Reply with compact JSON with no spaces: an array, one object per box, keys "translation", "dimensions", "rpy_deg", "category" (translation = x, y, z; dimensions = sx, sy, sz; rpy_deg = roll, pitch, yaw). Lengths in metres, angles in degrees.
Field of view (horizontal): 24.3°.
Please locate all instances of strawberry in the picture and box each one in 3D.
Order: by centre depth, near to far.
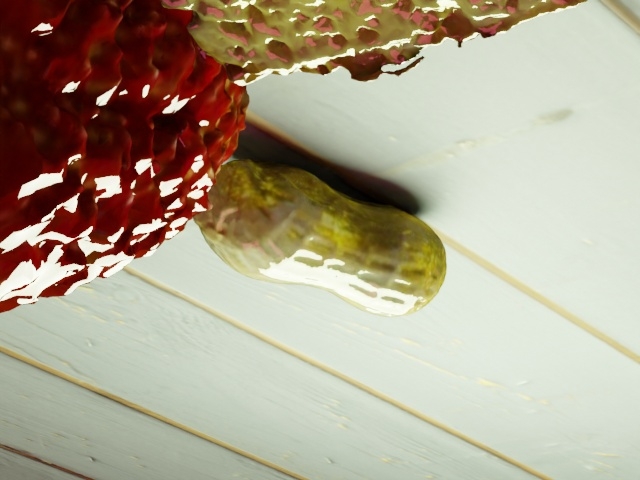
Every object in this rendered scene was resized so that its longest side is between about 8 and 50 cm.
[{"translation":[-0.205,-0.081,0.800],"dimensions":[0.292,0.292,0.343],"rpy_deg":[-4,173,24],"category":"strawberry"}]

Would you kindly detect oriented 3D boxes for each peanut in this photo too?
[{"translation":[0.000,0.000,1.070],"dimensions":[0.206,0.087,0.087],"rpy_deg":[21,152,-25],"category":"peanut"}]

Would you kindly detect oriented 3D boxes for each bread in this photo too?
[{"translation":[0.030,-0.169,0.649],"dimensions":[0.229,0.140,0.143],"rpy_deg":[-10,147,32],"category":"bread"}]
